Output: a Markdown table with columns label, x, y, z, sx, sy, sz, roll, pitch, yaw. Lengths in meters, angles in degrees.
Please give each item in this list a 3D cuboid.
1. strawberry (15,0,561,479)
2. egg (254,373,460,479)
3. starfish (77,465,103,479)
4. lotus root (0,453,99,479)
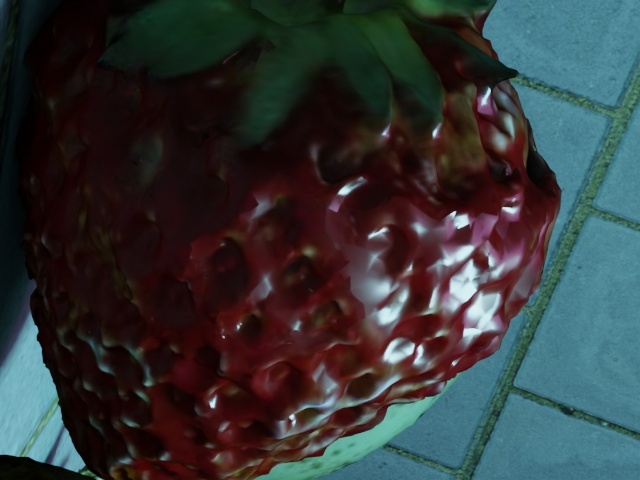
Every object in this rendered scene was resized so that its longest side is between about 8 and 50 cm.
| label | x | y | z | sx | sy | sz | roll | pitch | yaw |
| --- | --- | --- | --- | --- | --- | --- | --- | --- | --- |
| strawberry | -0.021 | -0.018 | 0.765 | 0.310 | 0.292 | 0.292 | 94 | 15 | -53 |
| egg | 0.000 | 0.000 | 1.084 | 0.379 | 0.287 | 0.287 | -55 | 173 | -14 |
| starfish | -0.203 | 0.223 | 1.062 | 0.176 | 0.053 | 0.208 | 86 | 23 | -58 |
| lotus root | -0.168 | 0.215 | 0.654 | 0.196 | 0.179 | 0.397 | -54 | 177 | 18 |
